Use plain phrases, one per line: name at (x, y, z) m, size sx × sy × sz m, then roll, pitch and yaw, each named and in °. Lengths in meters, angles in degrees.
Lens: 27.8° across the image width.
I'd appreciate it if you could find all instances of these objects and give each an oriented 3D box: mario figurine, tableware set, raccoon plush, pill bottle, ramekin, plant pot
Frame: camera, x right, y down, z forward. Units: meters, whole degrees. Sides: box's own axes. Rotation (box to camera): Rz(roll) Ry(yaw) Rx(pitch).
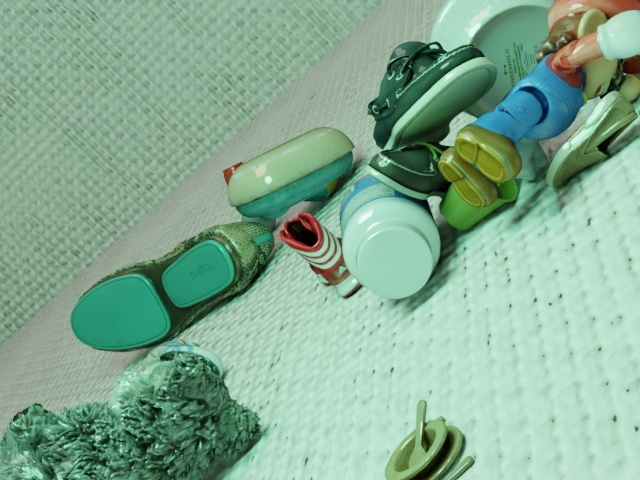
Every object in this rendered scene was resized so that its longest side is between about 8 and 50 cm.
mario figurine at (0.296, -0.161, 1.514) m, size 0.320 × 0.170 × 0.198 m, roll -45°, pitch 30°, yaw -20°
tableware set at (0.050, 0.234, 1.202) m, size 0.194 × 0.039 × 0.128 m, roll -44°, pitch 13°, yaw 2°
raccoon plush at (-0.229, 0.346, 1.575) m, size 0.299 × 0.216 × 0.446 m, roll -22°, pitch 52°, yaw 26°
pill bottle at (0.088, -0.004, 1.637) m, size 0.124 × 0.124 × 0.221 m, roll -42°, pitch 14°, yaw 12°
ramekin at (0.254, -0.248, 1.721) m, size 0.207 × 0.207 × 0.109 m, roll -42°, pitch 22°, yaw 9°
plant pot at (0.190, -0.056, 1.610) m, size 0.079 × 0.083 × 0.083 m, roll -50°, pitch 7°, yaw 37°

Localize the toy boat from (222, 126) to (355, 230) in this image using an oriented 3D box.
toy boat at (-0.070, -0.098, 2.383) m, size 0.267 × 0.148 × 0.318 m, roll -30°, pitch 7°, yaw -32°

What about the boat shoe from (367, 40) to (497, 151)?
boat shoe at (0.126, -0.194, 1.633) m, size 0.127 × 0.113 × 0.340 m, roll -24°, pitch -8°, yaw -8°

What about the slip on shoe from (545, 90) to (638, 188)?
slip on shoe at (0.308, -0.106, 1.465) m, size 0.135 × 0.041 × 0.051 m, roll -54°, pitch -23°, yaw 24°

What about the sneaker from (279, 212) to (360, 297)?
sneaker at (0.000, 0.000, 1.874) m, size 0.087 × 0.128 × 0.221 m, roll -45°, pitch 14°, yaw -5°

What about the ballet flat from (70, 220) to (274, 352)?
ballet flat at (-0.262, 0.086, 2.425) m, size 0.483 × 0.164 × 0.182 m, roll -27°, pitch 0°, yaw 38°

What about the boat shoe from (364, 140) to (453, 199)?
boat shoe at (0.135, -0.095, 1.642) m, size 0.228 × 0.081 × 0.068 m, roll 4°, pitch -60°, yaw -58°

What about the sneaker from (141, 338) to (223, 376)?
sneaker at (-0.210, 0.189, 2.040) m, size 0.086 × 0.085 × 0.237 m, roll -43°, pitch 14°, yaw -26°
